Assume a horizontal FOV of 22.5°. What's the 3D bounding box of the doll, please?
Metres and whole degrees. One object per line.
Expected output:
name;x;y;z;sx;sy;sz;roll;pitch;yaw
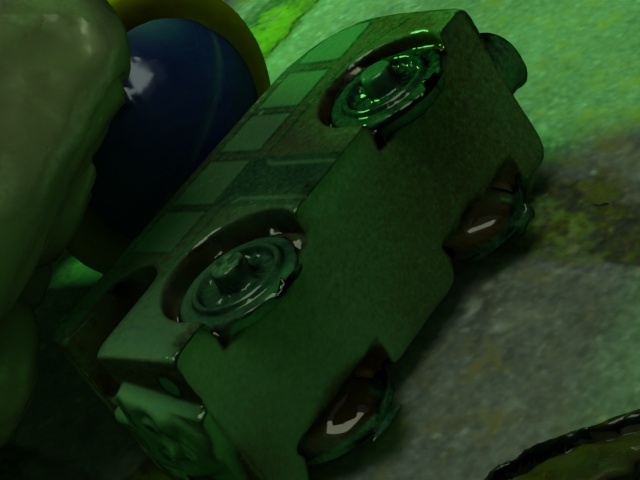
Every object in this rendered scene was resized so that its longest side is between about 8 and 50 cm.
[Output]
doll;-0.112;-0.108;1.082;0.242;0.159;0.311;-12;59;67

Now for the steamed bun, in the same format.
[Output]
steamed bun;-0.281;-0.042;0.905;0.367;0.255;0.342;16;96;60

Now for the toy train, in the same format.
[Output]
toy train;0.000;0.000;0.896;0.159;0.129;0.326;2;45;46

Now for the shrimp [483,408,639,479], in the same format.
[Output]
shrimp;0.164;0.128;0.676;0.253;0.058;0.173;-3;33;36
